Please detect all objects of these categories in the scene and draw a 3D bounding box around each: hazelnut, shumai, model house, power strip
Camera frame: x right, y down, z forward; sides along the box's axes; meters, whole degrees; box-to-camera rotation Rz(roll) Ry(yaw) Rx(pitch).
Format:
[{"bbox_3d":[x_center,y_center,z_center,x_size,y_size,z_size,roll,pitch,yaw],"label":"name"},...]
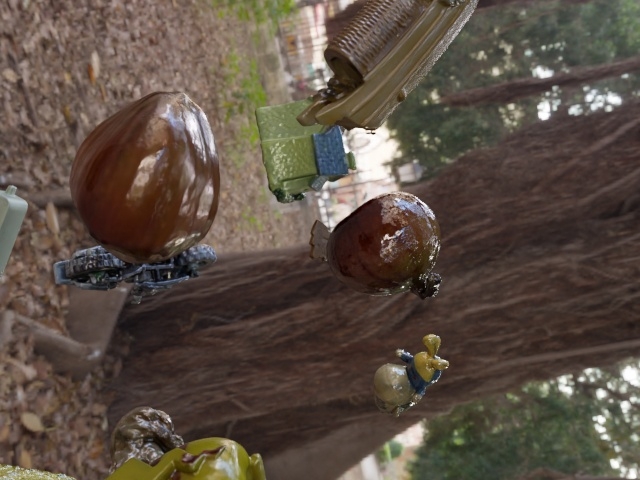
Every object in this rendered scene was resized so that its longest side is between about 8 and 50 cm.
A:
[{"bbox_3d":[-0.202,-0.072,0.881,0.186,0.210,0.210,60,9,-19],"label":"hazelnut"},{"bbox_3d":[-0.399,0.488,1.549,0.185,0.184,0.218,-44,170,-52],"label":"shumai"},{"bbox_3d":[-0.018,-0.200,1.602,0.195,0.189,0.214,23,54,-72],"label":"model house"},{"bbox_3d":[-0.763,0.053,1.625,0.062,0.091,0.385,9,105,-65],"label":"power strip"}]

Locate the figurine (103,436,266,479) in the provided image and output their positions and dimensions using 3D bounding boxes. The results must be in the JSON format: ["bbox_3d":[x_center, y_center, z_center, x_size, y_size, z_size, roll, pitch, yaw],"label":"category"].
[{"bbox_3d":[-0.235,0.383,0.996,0.218,0.327,0.169,-106,172,-85],"label":"figurine"}]

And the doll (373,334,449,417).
[{"bbox_3d":[0.136,0.222,1.153,0.102,0.089,0.179,-105,-147,-45],"label":"doll"}]

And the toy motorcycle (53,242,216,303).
[{"bbox_3d":[-0.301,0.043,1.156,0.270,0.159,0.106,-2,78,-50],"label":"toy motorcycle"}]

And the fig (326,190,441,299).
[{"bbox_3d":[0.126,0.018,1.406,0.235,0.235,0.214,-90,157,-78],"label":"fig"}]

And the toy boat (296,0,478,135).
[{"bbox_3d":[0.089,-0.255,0.922,0.115,0.310,0.089,44,-8,-28],"label":"toy boat"}]

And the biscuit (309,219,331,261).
[{"bbox_3d":[0.000,0.000,1.559,0.016,0.082,0.092,-4,-74,48],"label":"biscuit"}]

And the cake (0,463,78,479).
[{"bbox_3d":[-0.627,0.585,1.515,0.179,0.260,0.156,-107,-147,-65],"label":"cake"}]
